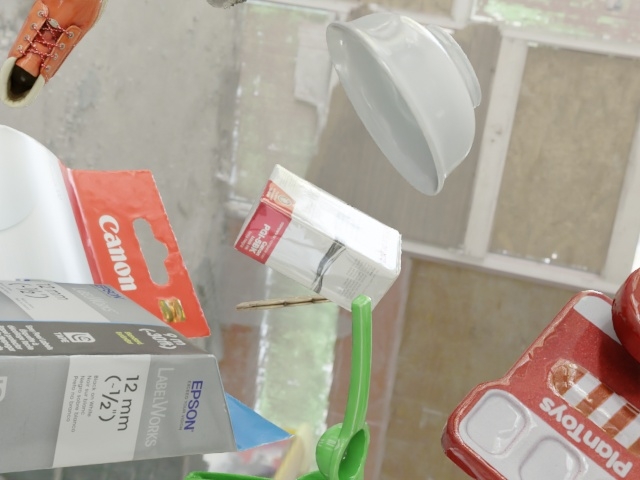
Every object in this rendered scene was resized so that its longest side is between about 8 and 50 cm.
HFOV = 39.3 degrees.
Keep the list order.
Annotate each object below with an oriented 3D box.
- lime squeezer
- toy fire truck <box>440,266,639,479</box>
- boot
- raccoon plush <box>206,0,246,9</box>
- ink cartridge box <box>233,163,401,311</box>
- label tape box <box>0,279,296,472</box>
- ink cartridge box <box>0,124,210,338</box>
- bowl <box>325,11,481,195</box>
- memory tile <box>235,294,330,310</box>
[{"bbox_3d":[-0.005,0.163,0.716,0.059,0.110,0.310,-15,154,-42],"label":"lime squeezer"},{"bbox_3d":[0.281,0.184,0.744,0.254,0.302,0.169,-40,162,-28],"label":"toy fire truck"},{"bbox_3d":[-0.245,-0.188,0.820,0.158,0.059,0.084,-49,-158,29],"label":"boot"},{"bbox_3d":[0.004,-0.399,1.195,0.299,0.447,0.216,168,-69,-78],"label":"raccoon plush"},{"bbox_3d":[0.000,0.000,0.805,0.056,0.135,0.099,-58,-173,23],"label":"ink cartridge box"},{"bbox_3d":[-0.224,0.120,0.887,0.348,0.249,0.115,3,101,-38],"label":"label tape box"},{"bbox_3d":[-0.339,-0.007,1.165,0.091,0.385,0.308,-51,-127,40],"label":"ink cartridge box"},{"bbox_3d":[0.141,-0.224,1.323,0.134,0.298,0.298,-34,158,-6],"label":"bowl"},{"bbox_3d":[-0.046,0.082,1.189,0.148,0.113,0.012,165,-80,-70],"label":"memory tile"}]
